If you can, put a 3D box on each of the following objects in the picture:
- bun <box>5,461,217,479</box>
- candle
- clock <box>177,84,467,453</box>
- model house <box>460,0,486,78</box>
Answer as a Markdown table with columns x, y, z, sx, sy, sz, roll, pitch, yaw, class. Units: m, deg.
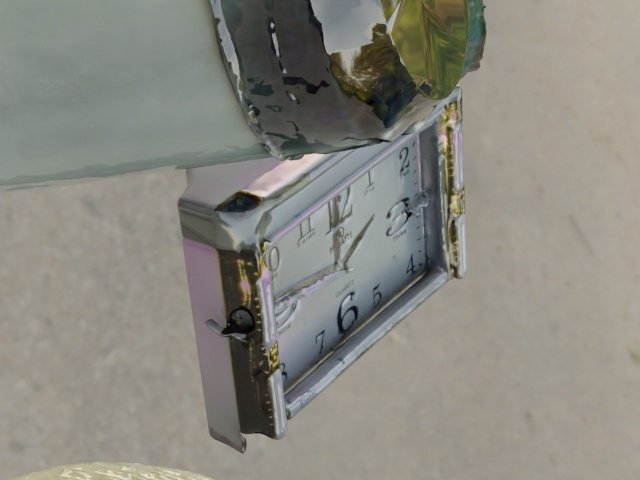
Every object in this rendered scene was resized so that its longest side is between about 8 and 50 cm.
| x | y | z | sx | sy | sz | roll | pitch | yaw | class |
| --- | --- | --- | --- | --- | --- | --- | --- | --- | --- |
| -0.168 | 0.338 | 1.416 | 0.365 | 0.365 | 0.219 | -12 | 116 | -56 | bun |
| -0.106 | -0.139 | 0.894 | 0.221 | 0.342 | 0.221 | -8 | 90 | -74 | candle |
| 0.000 | 0.000 | 1.083 | 0.253 | 0.083 | 0.186 | -38 | 134 | -41 | clock |
| -0.007 | -0.219 | 1.565 | 0.291 | 0.253 | 0.184 | -23 | 69 | -12 | model house |
